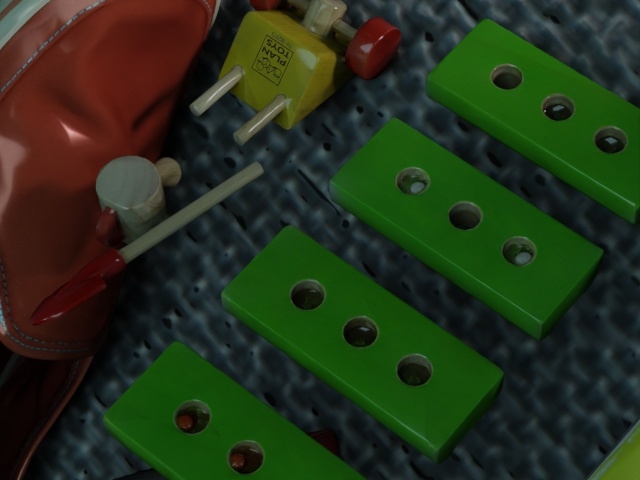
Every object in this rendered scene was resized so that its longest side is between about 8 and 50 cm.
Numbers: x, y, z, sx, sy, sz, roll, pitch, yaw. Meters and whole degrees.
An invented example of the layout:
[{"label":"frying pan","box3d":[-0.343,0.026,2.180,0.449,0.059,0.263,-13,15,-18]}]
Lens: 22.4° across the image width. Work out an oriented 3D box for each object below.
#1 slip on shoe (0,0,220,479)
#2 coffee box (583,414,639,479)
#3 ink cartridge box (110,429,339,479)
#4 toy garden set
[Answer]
[{"label":"slip on shoe","box3d":[-0.130,0.008,0.739,0.101,0.123,0.331,44,113,33]},{"label":"coffee box","box3d":[0.254,0.134,0.473,0.338,0.334,0.338,42,106,16]},{"label":"ink cartridge box","box3d":[-0.067,0.165,0.691,0.127,0.176,0.128,-15,85,22]},{"label":"toy garden set","box3d":[0.000,0.000,0.670,0.203,0.049,0.244,34,65,21]}]
